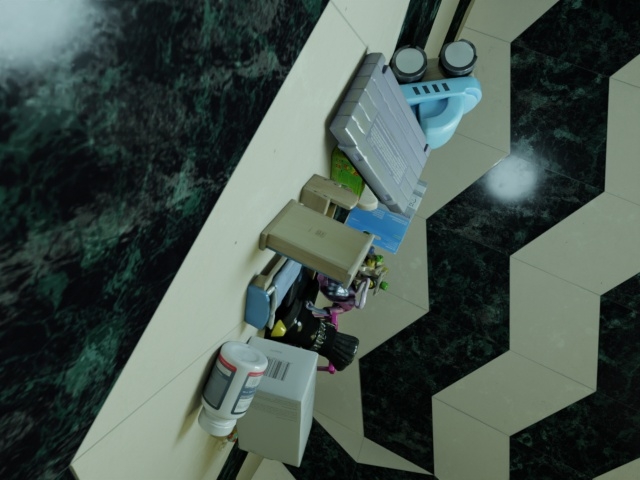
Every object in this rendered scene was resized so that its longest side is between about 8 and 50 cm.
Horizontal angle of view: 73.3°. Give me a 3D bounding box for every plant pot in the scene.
[{"bbox_3d":[0.000,0.000,1.281,0.236,0.032,0.236,17,90,-89],"label":"plant pot"}]

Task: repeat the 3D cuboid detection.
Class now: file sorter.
[{"bbox_3d":[-0.030,0.393,1.639,0.290,0.182,0.202,83,10,-70],"label":"file sorter"}]

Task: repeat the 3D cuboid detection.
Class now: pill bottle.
[{"bbox_3d":[-0.197,0.324,0.939,0.180,0.108,0.108,-65,170,6],"label":"pill bottle"}]

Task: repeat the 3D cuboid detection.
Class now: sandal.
[{"bbox_3d":[-0.085,0.099,1.195,0.067,0.040,0.179,-49,148,-74],"label":"sandal"}]

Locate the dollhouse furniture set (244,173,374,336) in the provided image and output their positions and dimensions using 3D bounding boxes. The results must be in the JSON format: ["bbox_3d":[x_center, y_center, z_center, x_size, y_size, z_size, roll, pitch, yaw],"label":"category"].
[{"bbox_3d":[-0.012,0.065,1.007,0.286,0.198,0.303,-54,166,-45],"label":"dollhouse furniture set"}]

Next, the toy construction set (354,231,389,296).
[{"bbox_3d":[0.246,0.105,1.933,0.257,0.237,0.308,20,97,-56],"label":"toy construction set"}]

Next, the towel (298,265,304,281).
[{"bbox_3d":[-0.054,0.058,1.251,0.067,0.029,0.119,-62,171,-56],"label":"towel"}]

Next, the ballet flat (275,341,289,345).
[{"bbox_3d":[-0.177,0.521,1.481,0.182,0.164,0.482,-33,148,-29],"label":"ballet flat"}]

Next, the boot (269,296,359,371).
[{"bbox_3d":[-0.006,0.298,1.319,0.131,0.260,0.348,-56,175,-6],"label":"boot"}]

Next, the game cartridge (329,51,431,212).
[{"bbox_3d":[0.161,-0.247,1.072,0.355,0.068,0.230,43,70,-47],"label":"game cartridge"}]

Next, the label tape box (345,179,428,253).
[{"bbox_3d":[0.281,-0.145,1.839,0.347,0.249,0.115,-59,168,-32],"label":"label tape box"}]

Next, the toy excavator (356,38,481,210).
[{"bbox_3d":[0.280,-0.334,1.314,0.222,0.433,0.444,56,28,-79],"label":"toy excavator"}]

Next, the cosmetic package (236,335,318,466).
[{"bbox_3d":[-0.124,0.453,1.187,0.155,0.197,0.365,-67,167,-48],"label":"cosmetic package"}]

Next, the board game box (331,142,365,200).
[{"bbox_3d":[0.078,-0.182,1.170,0.043,0.092,0.181,-62,170,-20],"label":"board game box"}]

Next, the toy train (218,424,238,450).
[{"bbox_3d":[-0.271,0.570,1.347,0.166,0.046,0.125,-61,155,12],"label":"toy train"}]

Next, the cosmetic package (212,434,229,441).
[{"bbox_3d":[-0.263,0.506,1.229,0.115,0.041,0.060,-66,170,8],"label":"cosmetic package"}]

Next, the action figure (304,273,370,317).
[{"bbox_3d":[0.094,0.192,1.716,0.370,0.276,0.248,68,40,-57],"label":"action figure"}]
